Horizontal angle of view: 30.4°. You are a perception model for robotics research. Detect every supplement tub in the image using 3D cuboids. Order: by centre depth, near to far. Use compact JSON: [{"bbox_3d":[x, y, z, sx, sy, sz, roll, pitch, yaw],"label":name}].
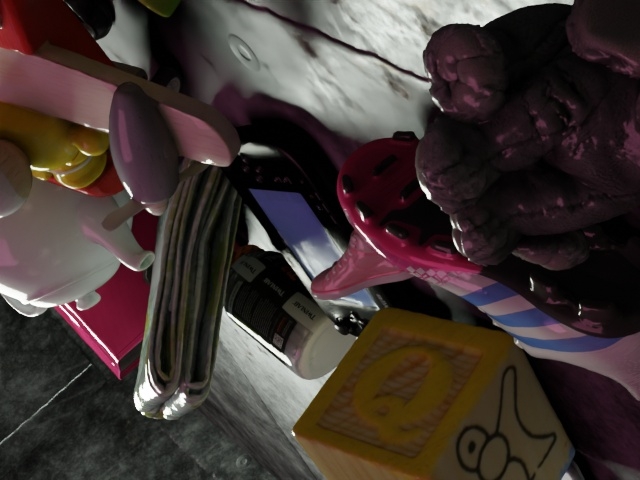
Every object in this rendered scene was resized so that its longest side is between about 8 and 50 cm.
[{"bbox_3d":[-0.050,0.091,1.578,0.190,0.117,0.117,36,161,31],"label":"supplement tub"}]

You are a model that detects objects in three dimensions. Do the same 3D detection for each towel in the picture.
[{"bbox_3d":[-0.176,0.058,1.500,0.090,0.320,0.374,11,167,-9],"label":"towel"}]

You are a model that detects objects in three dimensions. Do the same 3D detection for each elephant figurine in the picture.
[{"bbox_3d":[0.183,-0.062,0.596,0.239,0.186,0.169,-7,166,39],"label":"elephant figurine"}]

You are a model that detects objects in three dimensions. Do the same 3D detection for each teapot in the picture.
[{"bbox_3d":[-0.348,0.006,1.549,0.256,0.253,0.187,-113,-2,-83],"label":"teapot"}]

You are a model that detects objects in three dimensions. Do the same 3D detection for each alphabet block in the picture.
[{"bbox_3d":[0.124,0.213,1.252,0.193,0.192,0.197,8,140,43],"label":"alphabet block"}]

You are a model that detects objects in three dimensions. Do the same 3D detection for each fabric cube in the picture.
[{"bbox_3d":[-0.302,0.026,1.819,0.258,0.254,0.259,48,165,3],"label":"fabric cube"}]

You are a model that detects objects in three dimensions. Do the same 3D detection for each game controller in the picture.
[{"bbox_3d":[0.000,0.000,1.329,0.319,0.067,0.166,55,162,-28],"label":"game controller"}]

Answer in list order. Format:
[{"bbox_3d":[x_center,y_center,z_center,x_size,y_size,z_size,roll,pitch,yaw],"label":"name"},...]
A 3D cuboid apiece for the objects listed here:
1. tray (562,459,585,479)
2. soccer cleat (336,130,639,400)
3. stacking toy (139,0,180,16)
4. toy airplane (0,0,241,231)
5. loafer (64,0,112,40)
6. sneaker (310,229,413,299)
[{"bbox_3d":[0.232,0.257,1.418,0.270,0.030,0.145,26,155,51],"label":"tray"},{"bbox_3d":[0.141,0.025,0.943,0.331,0.116,0.143,32,158,41],"label":"soccer cleat"},{"bbox_3d":[-0.217,-0.349,1.069,0.309,0.130,0.279,46,-170,14],"label":"stacking toy"},{"bbox_3d":[-0.310,-0.155,1.237,0.384,0.272,0.386,31,164,-25],"label":"toy airplane"},{"bbox_3d":[-0.290,-0.281,1.401,0.062,0.061,0.170,42,164,12],"label":"loafer"},{"bbox_3d":[0.037,0.015,1.230,0.134,0.051,0.070,-16,115,31],"label":"sneaker"}]
